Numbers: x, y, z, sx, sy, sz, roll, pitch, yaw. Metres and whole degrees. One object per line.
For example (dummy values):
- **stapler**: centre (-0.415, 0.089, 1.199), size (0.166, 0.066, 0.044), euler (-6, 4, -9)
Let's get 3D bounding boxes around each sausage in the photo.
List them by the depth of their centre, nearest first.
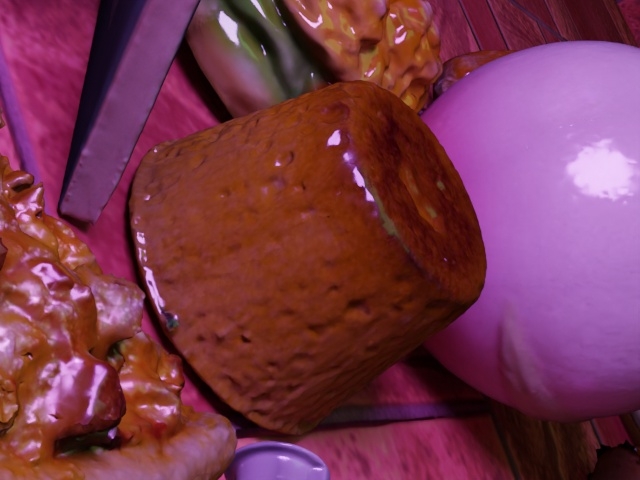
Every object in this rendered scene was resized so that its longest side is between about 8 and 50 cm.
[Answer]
- **sausage**: centre (0.385, 0.236, 1.121), size (0.264, 0.083, 0.083), euler (6, 54, -28)

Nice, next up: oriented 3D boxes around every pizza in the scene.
- **pizza**: centre (-0.153, 0.012, 0.461), size (0.335, 0.086, 0.226), euler (33, 38, -43)

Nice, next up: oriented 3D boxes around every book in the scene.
- **book**: centre (-0.079, -0.224, 0.659), size (0.031, 0.264, 0.379), euler (17, 43, -18)

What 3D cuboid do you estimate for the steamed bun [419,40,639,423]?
- **steamed bun**: centre (0.161, -0.007, 0.886), size (0.309, 0.309, 0.309), euler (43, 30, -34)

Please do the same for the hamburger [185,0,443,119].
- **hamburger**: centre (0.000, -0.173, 0.842), size (0.237, 0.149, 0.237), euler (50, 27, -36)

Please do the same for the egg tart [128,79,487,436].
- **egg tart**: centre (0.000, 0.000, 0.684), size (0.202, 0.147, 0.202), euler (40, 34, -35)

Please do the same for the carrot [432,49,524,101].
- **carrot**: centre (0.199, -0.134, 1.233), size (0.225, 0.159, 0.159), euler (11, 53, -42)

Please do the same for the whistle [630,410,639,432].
- **whistle**: centre (0.422, 0.283, 1.250), size (0.294, 0.141, 0.141), euler (51, 21, 21)

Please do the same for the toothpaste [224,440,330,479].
- **toothpaste**: centre (-0.034, 0.217, 0.517), size (0.096, 0.061, 0.266), euler (45, 36, -33)
